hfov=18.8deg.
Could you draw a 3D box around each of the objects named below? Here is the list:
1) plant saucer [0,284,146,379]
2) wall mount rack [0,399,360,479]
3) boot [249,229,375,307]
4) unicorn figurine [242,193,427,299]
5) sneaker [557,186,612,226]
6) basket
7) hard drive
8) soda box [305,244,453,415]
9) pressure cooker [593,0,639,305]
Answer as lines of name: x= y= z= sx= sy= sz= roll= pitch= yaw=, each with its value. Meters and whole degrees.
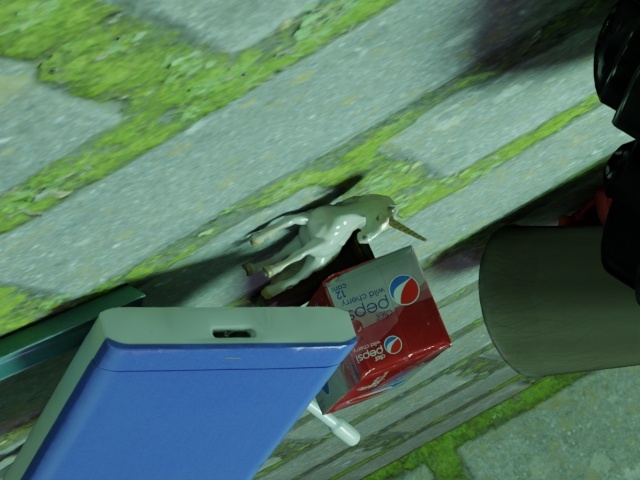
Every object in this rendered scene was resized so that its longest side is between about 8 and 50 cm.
plant saucer: x=-0.222 y=0.082 z=1.441 sx=0.192 sy=0.018 sz=0.067 roll=-23 pitch=167 yaw=-18
wall mount rack: x=-0.134 y=0.202 z=1.861 sx=0.350 sy=0.130 sz=0.304 roll=-32 pitch=167 yaw=23
boot: x=-0.007 y=0.035 z=1.680 sx=0.114 sy=0.037 sz=0.106 roll=-22 pitch=165 yaw=-3
unicorn figurine: x=0.000 y=0.000 z=1.515 sx=0.111 sy=0.060 sz=0.162 roll=-25 pitch=-176 yaw=-14
sneaker: x=0.311 y=-0.009 z=2.100 sx=0.118 sy=0.107 sz=0.279 roll=-7 pitch=162 yaw=-7
basket: x=0.305 y=0.055 z=1.931 sx=0.227 sy=0.154 sz=0.204 roll=-6 pitch=157 yaw=34
hard drive: x=-0.129 y=0.157 z=1.570 sx=0.210 sy=0.040 sz=0.318 roll=1 pitch=145 yaw=-28
soda box: x=0.038 y=0.084 z=1.664 sx=0.083 sy=0.092 sz=0.263 roll=-20 pitch=171 yaw=-10
pressure cooker: x=0.385 y=-0.056 z=1.307 sx=0.375 sy=0.420 sz=0.370 roll=-50 pitch=159 yaw=-20
